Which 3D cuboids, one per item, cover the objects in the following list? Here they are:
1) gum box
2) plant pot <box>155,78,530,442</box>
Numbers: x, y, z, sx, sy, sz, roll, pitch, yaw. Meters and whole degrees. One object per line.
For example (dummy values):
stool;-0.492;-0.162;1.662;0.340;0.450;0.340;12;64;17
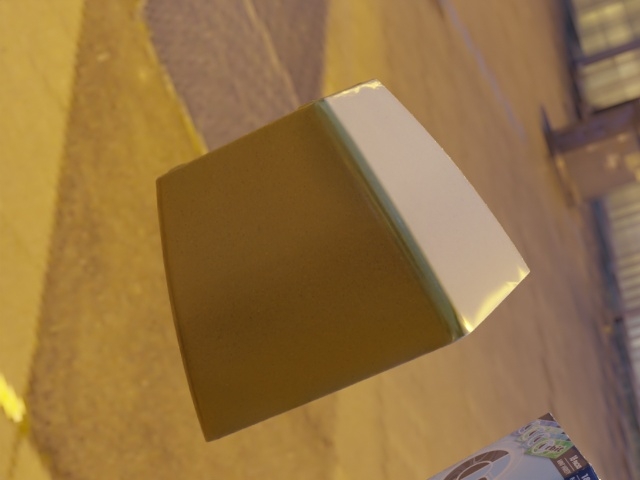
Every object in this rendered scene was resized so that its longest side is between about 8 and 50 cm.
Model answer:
gum box;0.157;0.240;1.605;0.041;0.184;0.157;60;0;-13
plant pot;0.000;0.000;1.271;0.187;0.212;0.212;64;22;-3
